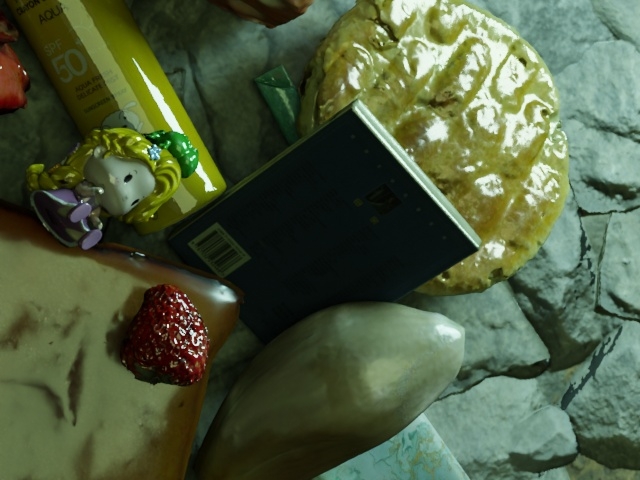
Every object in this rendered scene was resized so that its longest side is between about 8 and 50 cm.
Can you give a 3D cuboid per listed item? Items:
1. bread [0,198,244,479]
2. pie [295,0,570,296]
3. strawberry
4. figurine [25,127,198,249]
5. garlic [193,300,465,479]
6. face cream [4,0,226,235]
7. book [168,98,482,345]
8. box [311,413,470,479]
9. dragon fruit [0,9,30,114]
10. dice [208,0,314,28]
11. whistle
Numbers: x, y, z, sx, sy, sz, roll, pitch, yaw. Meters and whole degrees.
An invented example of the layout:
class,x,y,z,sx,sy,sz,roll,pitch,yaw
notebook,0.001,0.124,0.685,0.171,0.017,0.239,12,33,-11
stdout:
class,x,y,z,sx,sy,sz,roll,pitch,yaw
bread,-0.272,0.142,1.458,0.324,0.143,0.333,18,85,-17
pie,0.120,-0.102,1.599,0.339,0.083,0.339,3,84,-29
strawberry,-0.141,0.087,1.387,0.083,0.083,0.096,-4,83,-19
figurine,-0.198,-0.066,1.411,0.156,0.115,0.094,-38,144,-24
garlic,-0.005,0.162,1.519,0.318,0.112,0.143,-35,103,22
face cream,-0.219,-0.178,1.491,0.105,0.105,0.348,-31,100,-16
book,0.000,0.000,1.514,0.191,0.269,0.025,47,33,-14
box,0.084,0.270,1.634,0.142,0.044,0.285,-39,103,-18
dragon fruit,-0.390,-0.198,1.355,0.317,0.152,0.205,-15,96,-39
dice,-0.065,-0.328,1.506,0.179,0.175,0.174,29,82,-13
whistle,-0.011,-0.095,1.597,0.039,0.039,0.186,-32,101,-16
